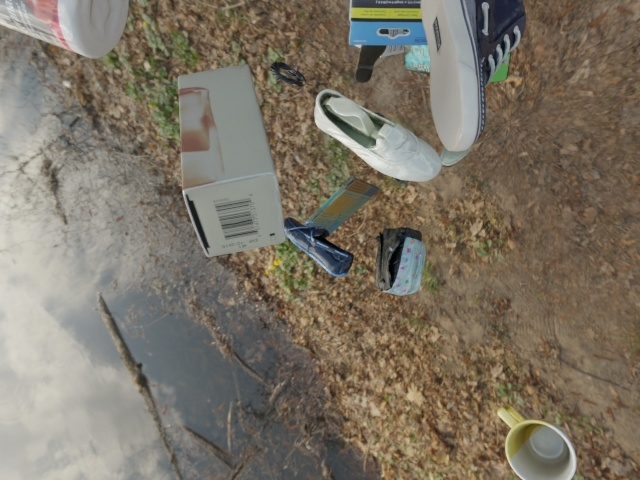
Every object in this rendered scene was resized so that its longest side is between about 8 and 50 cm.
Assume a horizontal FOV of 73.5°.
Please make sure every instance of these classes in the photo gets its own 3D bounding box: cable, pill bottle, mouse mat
[{"bbox_3d":[-0.161,-0.759,1.957,0.184,0.151,0.047,49,136,22],"label":"cable"},{"bbox_3d":[-0.514,-0.448,0.721,0.319,0.176,0.176,20,112,-3],"label":"pill bottle"},{"bbox_3d":[0.582,-0.618,1.553,0.190,0.152,0.007,0,70,17],"label":"mouse mat"}]

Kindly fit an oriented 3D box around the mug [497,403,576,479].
[{"bbox_3d":[0.230,0.207,0.447,0.062,0.064,0.078,-23,68,29],"label":"mug"}]

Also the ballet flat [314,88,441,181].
[{"bbox_3d":[0.140,-0.287,1.154,0.400,0.139,0.139,34,115,17],"label":"ballet flat"}]

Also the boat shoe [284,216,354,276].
[{"bbox_3d":[0.000,0.000,1.271,0.258,0.109,0.089,37,111,17],"label":"boat shoe"}]

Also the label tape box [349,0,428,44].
[{"bbox_3d":[0.203,-0.691,1.100,0.250,0.115,0.347,1,146,0],"label":"label tape box"}]

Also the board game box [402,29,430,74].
[{"bbox_3d":[0.335,-0.564,1.296,0.186,0.026,0.126,29,151,36],"label":"board game box"}]

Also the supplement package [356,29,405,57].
[{"bbox_3d":[0.283,-0.845,1.632,0.199,0.263,0.197,47,149,40],"label":"supplement package"}]

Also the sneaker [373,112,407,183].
[{"bbox_3d":[0.264,-0.336,1.555,0.098,0.135,0.275,-29,87,32],"label":"sneaker"}]

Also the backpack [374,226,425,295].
[{"bbox_3d":[0.218,0.060,1.182,0.115,0.152,0.181,11,84,-16],"label":"backpack"}]

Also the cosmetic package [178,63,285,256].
[{"bbox_3d":[-0.149,-0.138,0.696,0.129,0.296,0.153,-11,139,-6],"label":"cosmetic package"}]

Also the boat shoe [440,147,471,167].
[{"bbox_3d":[0.511,-0.341,1.575,0.084,0.233,0.079,33,156,17],"label":"boat shoe"}]

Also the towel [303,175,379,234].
[{"bbox_3d":[0.080,-0.143,1.974,0.370,0.272,0.040,-43,67,22],"label":"towel"}]

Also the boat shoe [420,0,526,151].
[{"bbox_3d":[0.273,-0.313,0.721,0.158,0.127,0.339,-1,79,-7],"label":"boat shoe"}]

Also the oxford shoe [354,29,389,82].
[{"bbox_3d":[0.155,-0.606,1.359,0.076,0.075,0.212,9,154,-13],"label":"oxford shoe"}]
